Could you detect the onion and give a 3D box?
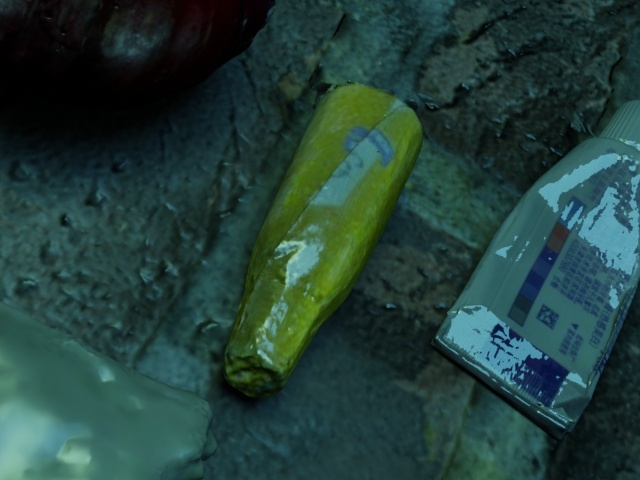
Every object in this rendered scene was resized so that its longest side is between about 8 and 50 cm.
[{"bbox_3d":[-0.130,-0.200,0.646,0.252,0.219,0.252,25,43,-25],"label":"onion"}]

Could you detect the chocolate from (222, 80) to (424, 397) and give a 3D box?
[{"bbox_3d":[0.000,0.000,0.678,0.086,0.085,0.219,29,54,-8],"label":"chocolate"}]

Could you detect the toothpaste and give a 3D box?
[{"bbox_3d":[0.185,0.002,0.787,0.099,0.068,0.282,20,56,24],"label":"toothpaste"}]

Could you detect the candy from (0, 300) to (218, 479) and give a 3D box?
[{"bbox_3d":[-0.158,0.117,0.474,0.195,0.137,0.184,26,51,-8],"label":"candy"}]
